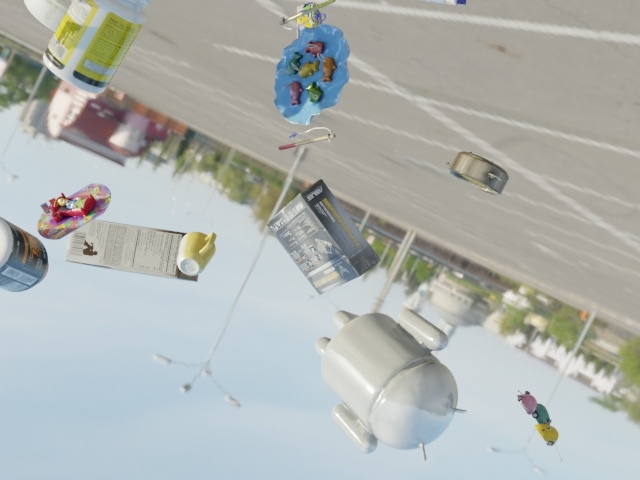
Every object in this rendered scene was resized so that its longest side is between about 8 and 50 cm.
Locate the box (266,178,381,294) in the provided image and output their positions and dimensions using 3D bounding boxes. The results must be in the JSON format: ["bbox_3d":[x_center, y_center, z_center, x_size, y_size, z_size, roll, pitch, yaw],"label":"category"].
[{"bbox_3d":[0.000,0.000,1.521,0.183,0.056,0.231,53,158,-1],"label":"box"}]

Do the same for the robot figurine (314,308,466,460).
[{"bbox_3d":[0.140,0.284,1.655,0.200,0.300,0.353,18,-162,-46],"label":"robot figurine"}]

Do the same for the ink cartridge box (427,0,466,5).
[{"bbox_3d":[0.246,-0.609,1.547,0.072,0.303,0.307,-1,-161,-15],"label":"ink cartridge box"}]

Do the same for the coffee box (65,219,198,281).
[{"bbox_3d":[-0.462,0.024,2.046,0.297,0.118,0.168,8,175,8],"label":"coffee box"}]

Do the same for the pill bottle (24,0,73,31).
[{"bbox_3d":[-0.392,-0.551,1.458,0.204,0.361,0.204,26,-144,-21],"label":"pill bottle"}]

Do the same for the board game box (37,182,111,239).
[{"bbox_3d":[-0.517,-0.071,1.676,0.133,0.169,0.033,49,167,49],"label":"board game box"}]

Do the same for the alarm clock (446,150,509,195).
[{"bbox_3d":[0.357,-0.148,1.777,0.129,0.064,0.192,26,-175,-15],"label":"alarm clock"}]

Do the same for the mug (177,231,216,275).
[{"bbox_3d":[-0.215,0.021,1.381,0.062,0.078,0.064,13,-147,-1],"label":"mug"}]

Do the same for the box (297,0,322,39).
[{"bbox_3d":[-0.029,-0.567,2.212,0.054,0.169,0.059,-12,149,19],"label":"box"}]

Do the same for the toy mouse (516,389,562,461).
[{"bbox_3d":[0.432,0.341,1.622,0.161,0.031,0.143,48,-166,-28],"label":"toy mouse"}]

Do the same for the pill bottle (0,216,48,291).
[{"bbox_3d":[-0.638,0.033,1.647,0.130,0.130,0.245,27,170,8],"label":"pill bottle"}]

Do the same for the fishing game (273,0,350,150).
[{"bbox_3d":[-0.023,-0.295,1.432,0.189,0.264,0.041,-5,168,42],"label":"fishing game"}]

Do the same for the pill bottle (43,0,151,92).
[{"bbox_3d":[-0.374,-0.368,1.385,0.119,0.208,0.119,33,-161,-13],"label":"pill bottle"}]
